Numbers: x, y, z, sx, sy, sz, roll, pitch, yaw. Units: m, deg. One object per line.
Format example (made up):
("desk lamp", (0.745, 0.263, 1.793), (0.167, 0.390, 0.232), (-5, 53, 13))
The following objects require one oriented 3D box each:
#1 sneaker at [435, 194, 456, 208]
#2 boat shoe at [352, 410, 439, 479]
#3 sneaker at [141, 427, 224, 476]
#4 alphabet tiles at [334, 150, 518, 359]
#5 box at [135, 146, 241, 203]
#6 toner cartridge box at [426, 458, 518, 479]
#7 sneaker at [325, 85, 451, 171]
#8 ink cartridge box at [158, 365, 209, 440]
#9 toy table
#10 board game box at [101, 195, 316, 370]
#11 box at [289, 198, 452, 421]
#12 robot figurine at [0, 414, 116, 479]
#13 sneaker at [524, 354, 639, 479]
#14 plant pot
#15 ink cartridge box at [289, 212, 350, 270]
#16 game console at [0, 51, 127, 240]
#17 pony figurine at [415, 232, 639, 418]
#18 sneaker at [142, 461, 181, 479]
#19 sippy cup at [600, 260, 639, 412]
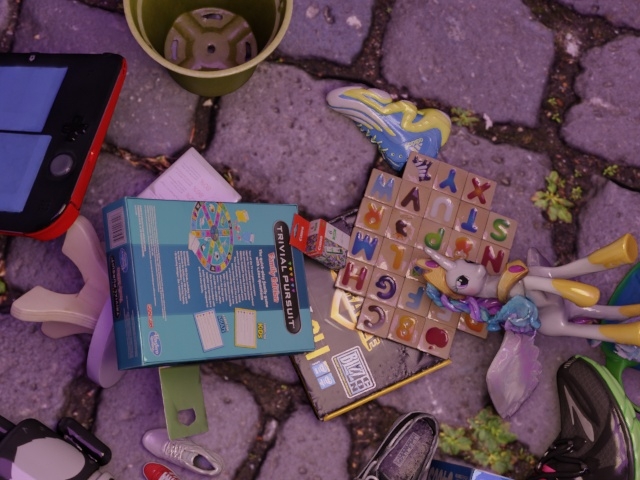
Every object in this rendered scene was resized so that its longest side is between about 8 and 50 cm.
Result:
("sneaker", (0.178, -0.059, 1.830), (0.166, 0.065, 0.076), (17, 97, 0))
("boat shoe", (0.114, 0.431, 1.707), (0.113, 0.105, 0.306), (37, 79, 2))
("sneaker", (-0.235, 0.362, 1.711), (0.152, 0.061, 0.053), (22, 81, 0))
("alphabet tiles", (0.191, 0.023, 1.762), (0.285, 0.011, 0.342), (20, 75, -7))
("box", (-0.244, -0.055, 1.767), (0.170, 0.091, 0.130), (-43, 87, -11))
("toner cartridge box", (0.221, 0.443, 1.591), (0.075, 0.348, 0.165), (15, 79, -1))
("sneaker", (0.119, -0.200, 1.826), (0.240, 0.091, 0.126), (13, 80, -4))
("ink cartridge box", (-0.220, 0.208, 1.682), (0.056, 0.171, 0.235), (-16, 81, 15))
("toy table", (-0.376, 0.100, 1.666), (0.161, 0.252, 0.274), (30, 112, 10))
("board game box", (-0.172, 0.067, 1.594), (0.336, 0.079, 0.253), (1, 77, -42))
("box", (0.048, 0.124, 1.771), (0.257, 0.079, 0.322), (-23, 83, -7))
("robot figurine", (-0.458, 0.401, 1.626), (0.278, 0.173, 0.209), (35, 87, 2))
("sneaker", (0.431, 0.433, 1.697), (0.202, 0.185, 0.482), (5, 78, -7))
("plant pot", (-0.193, -0.373, 1.745), (0.276, 0.254, 0.276), (1, 79, -5))
("ink cartridge box", (0.000, 0.000, 1.696), (0.115, 0.029, 0.062), (31, 57, -39))
("game console", (-0.532, -0.171, 1.680), (0.387, 0.060, 0.342), (6, 72, 24))
("pony figurine", (0.371, 0.112, 1.636), (0.351, 0.363, 0.302), (46, 56, -40))
("sneaker", (-0.254, 0.419, 1.695), (0.118, 0.067, 0.042), (37, 79, 2))
("sippy cup", (0.652, 0.161, 1.755), (0.224, 0.240, 0.305), (33, 122, -9))
